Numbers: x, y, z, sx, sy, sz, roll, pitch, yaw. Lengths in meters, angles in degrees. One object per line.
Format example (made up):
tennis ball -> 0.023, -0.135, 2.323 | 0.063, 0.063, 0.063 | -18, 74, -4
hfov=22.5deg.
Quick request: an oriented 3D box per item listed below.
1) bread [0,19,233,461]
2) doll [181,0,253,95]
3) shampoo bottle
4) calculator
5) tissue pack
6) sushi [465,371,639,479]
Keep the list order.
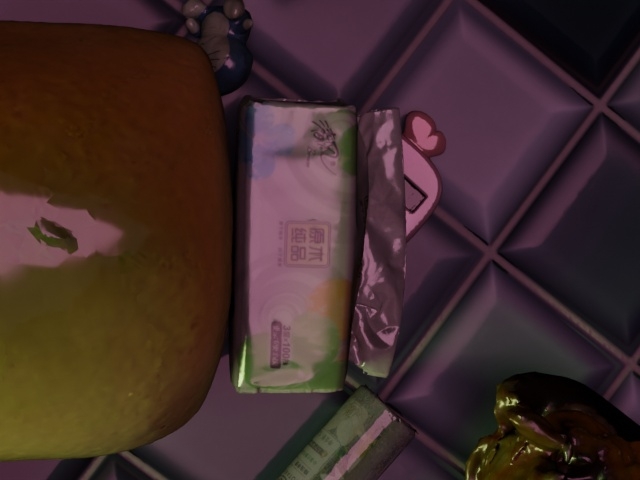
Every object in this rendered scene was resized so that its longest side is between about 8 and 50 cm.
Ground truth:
bread -> -0.256, 0.001, 1.242 | 0.376, 0.253, 0.348 | 3, 95, -8
doll -> -0.081, -0.164, 1.359 | 0.050, 0.076, 0.083 | 14, 81, -44
shampoo bottle -> -0.010, 0.222, 1.379 | 0.072, 0.072, 0.214 | 43, 85, -8
calculator -> 0.046, -0.041, 1.403 | 0.103, 0.024, 0.166 | 42, 87, -7
tissue pack -> 0.000, 0.000, 1.307 | 0.145, 0.159, 0.229 | 1, 96, -4
sushi -> 0.214, 0.231, 1.352 | 0.204, 0.200, 0.213 | 20, 89, -6
